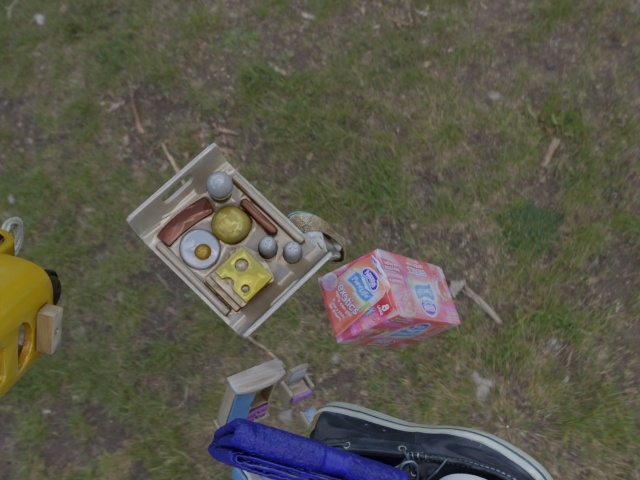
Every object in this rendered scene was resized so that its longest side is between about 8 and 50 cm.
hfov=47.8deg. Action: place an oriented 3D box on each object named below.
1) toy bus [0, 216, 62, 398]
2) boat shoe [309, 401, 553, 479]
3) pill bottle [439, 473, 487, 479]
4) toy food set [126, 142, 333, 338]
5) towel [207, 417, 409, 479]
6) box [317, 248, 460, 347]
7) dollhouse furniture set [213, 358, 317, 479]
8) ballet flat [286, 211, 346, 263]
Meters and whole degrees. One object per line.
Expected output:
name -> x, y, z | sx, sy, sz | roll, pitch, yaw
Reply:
toy bus -> -0.252, 0.059, 0.548 | 0.104, 0.191, 0.202 | 14, 71, 4
boat shoe -> 0.187, 0.441, 1.373 | 0.500, 0.186, 0.156 | 7, 40, 28
pill bottle -> 0.225, 0.536, 1.177 | 0.162, 0.162, 0.278 | 7, 39, 16
toy food set -> -0.161, -0.003, 1.292 | 0.306, 0.092, 0.220 | 43, 75, 10
towel -> -0.030, 0.390, 1.225 | 0.308, 0.227, 0.076 | 21, 64, -10
box -> 0.149, 0.127, 1.487 | 0.154, 0.300, 0.142 | -28, 67, 25
dollhouse furniture set -> -0.064, 0.453, 1.683 | 0.286, 0.198, 0.303 | -17, 55, -33
ballet flat -> 0.000, 0.000, 1.523 | 0.073, 0.206, 0.067 | -28, 60, 24
